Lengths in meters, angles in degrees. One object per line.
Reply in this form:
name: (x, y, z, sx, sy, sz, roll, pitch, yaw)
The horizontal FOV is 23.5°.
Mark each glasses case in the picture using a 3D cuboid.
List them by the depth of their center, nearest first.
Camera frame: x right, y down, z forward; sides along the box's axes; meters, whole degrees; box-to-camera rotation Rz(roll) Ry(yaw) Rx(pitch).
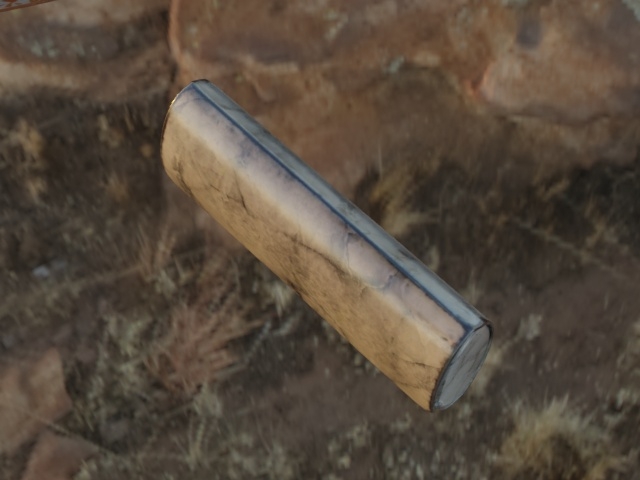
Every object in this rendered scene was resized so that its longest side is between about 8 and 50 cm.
glasses case: (0.000, 0.000, 1.165, 0.299, 0.114, 0.060, 41, 59, 21)

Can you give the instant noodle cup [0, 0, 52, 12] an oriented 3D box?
instant noodle cup: (-0.160, -0.204, 0.680, 0.192, 0.250, 0.250, -6, 63, -4)
